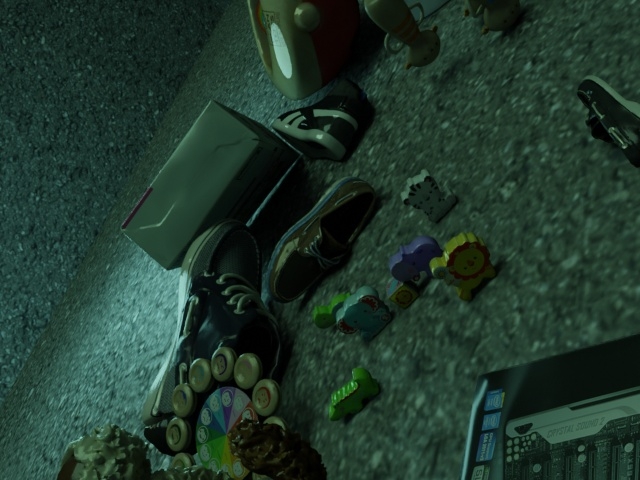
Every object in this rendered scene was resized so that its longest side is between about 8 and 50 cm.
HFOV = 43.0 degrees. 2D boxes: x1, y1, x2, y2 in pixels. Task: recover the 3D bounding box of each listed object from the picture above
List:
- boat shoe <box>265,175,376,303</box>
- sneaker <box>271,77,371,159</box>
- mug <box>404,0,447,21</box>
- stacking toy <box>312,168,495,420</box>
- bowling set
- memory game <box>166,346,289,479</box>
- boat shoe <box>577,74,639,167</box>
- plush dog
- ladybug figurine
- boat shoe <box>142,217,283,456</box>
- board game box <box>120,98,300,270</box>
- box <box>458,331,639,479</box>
[{"bbox_3d":[0.000,0.000,0.981,0.183,0.066,0.066,-56,22,-3],"label":"boat shoe"},{"bbox_3d":[0.011,-0.192,1.250,0.121,0.079,0.217,-54,29,-5],"label":"sneaker"},{"bbox_3d":[0.119,-0.549,1.182,0.374,0.328,0.276,-20,40,57],"label":"mug"},{"bbox_3d":[0.065,0.047,0.790,0.221,0.052,0.167,-49,21,18],"label":"stacking toy"},{"bbox_3d":[0.209,-0.319,0.955,0.287,0.154,0.200,-54,39,-1],"label":"bowling set"},{"bbox_3d":[-0.100,0.202,0.836,0.186,0.012,0.186,-11,74,41],"label":"memory game"},{"bbox_3d":[0.233,-0.095,0.650,0.038,0.046,0.125,-45,31,13],"label":"boat shoe"},{"bbox_3d":[-0.070,0.266,0.635,0.225,0.211,0.262,-21,65,34],"label":"plush dog"},{"bbox_3d":[-0.034,-0.409,1.443,0.162,0.305,0.449,-13,23,-5],"label":"ladybug figurine"},{"bbox_3d":[-0.101,0.096,1.010,0.158,0.127,0.340,-26,42,40],"label":"boat shoe"},{"bbox_3d":[-0.155,-0.080,1.237,0.224,0.097,0.303,-52,-6,7],"label":"board game box"},{"bbox_3d":[0.152,0.184,0.353,0.242,0.076,0.307,-29,33,50],"label":"box"}]
